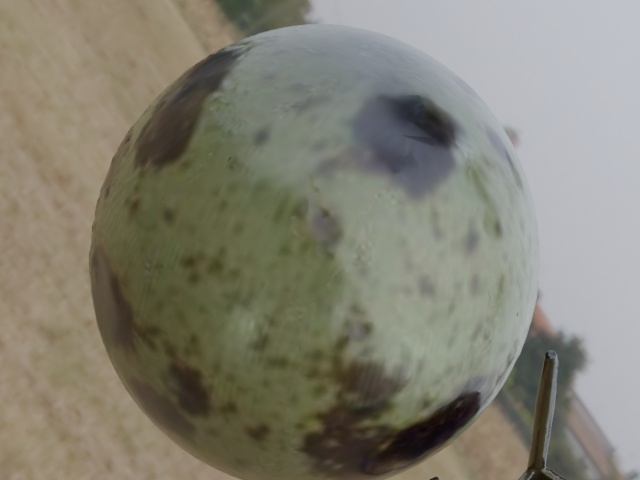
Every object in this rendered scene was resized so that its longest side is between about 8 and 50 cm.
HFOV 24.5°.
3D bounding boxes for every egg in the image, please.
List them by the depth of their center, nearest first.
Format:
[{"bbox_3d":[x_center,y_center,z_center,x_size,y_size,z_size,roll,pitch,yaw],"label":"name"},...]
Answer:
[{"bbox_3d":[0.000,0.000,1.159,0.345,0.345,0.428,54,27,-21],"label":"egg"}]

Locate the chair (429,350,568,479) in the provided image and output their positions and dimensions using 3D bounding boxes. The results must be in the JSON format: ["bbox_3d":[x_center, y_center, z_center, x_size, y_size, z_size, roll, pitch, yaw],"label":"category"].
[{"bbox_3d":[0.181,0.254,1.130,0.166,0.188,0.272,31,-39,23],"label":"chair"}]
